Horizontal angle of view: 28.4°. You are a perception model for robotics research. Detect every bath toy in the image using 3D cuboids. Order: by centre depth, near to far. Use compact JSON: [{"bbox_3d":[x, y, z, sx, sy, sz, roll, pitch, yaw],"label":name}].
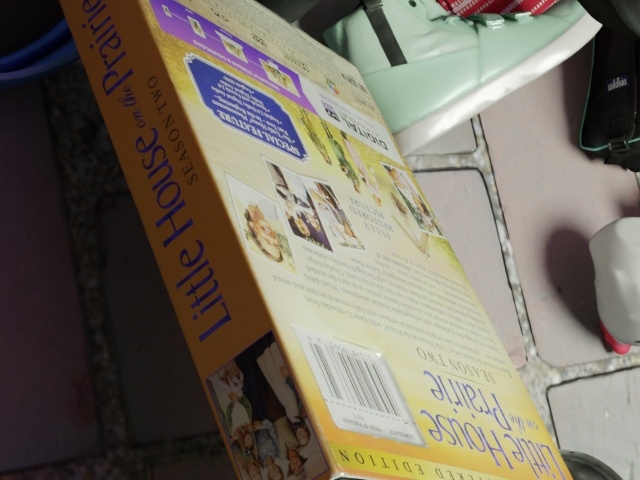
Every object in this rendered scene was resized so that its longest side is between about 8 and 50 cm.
[{"bbox_3d":[0.382,0.021,1.203,0.348,0.129,0.151,-19,42,-39],"label":"bath toy"}]

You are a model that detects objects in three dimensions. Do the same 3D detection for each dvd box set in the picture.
[{"bbox_3d":[0.000,0.000,0.819,0.308,0.062,0.420,22,36,-52],"label":"dvd box set"}]

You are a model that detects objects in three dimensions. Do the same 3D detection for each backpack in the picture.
[{"bbox_3d":[0.342,-0.168,1.202,0.144,0.166,0.188,10,73,-34],"label":"backpack"}]

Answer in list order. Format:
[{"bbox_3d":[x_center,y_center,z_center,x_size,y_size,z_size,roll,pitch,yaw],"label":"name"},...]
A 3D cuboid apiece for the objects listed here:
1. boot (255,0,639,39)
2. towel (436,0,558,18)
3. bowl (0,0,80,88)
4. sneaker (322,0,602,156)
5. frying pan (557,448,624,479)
[{"bbox_3d":[0.075,-0.244,0.877,0.146,0.445,0.367,25,64,-37],"label":"boot"},{"bbox_3d":[0.138,-0.290,1.188,0.275,0.031,0.199,54,52,-10],"label":"towel"},{"bbox_3d":[-0.289,-0.278,0.865,0.391,0.077,0.391,11,69,-31],"label":"bowl"},{"bbox_3d":[0.125,-0.191,1.081,0.256,0.094,0.151,-32,93,-20],"label":"sneaker"},{"bbox_3d":[0.193,0.331,1.013,0.197,0.053,0.326,19,67,-28],"label":"frying pan"}]
